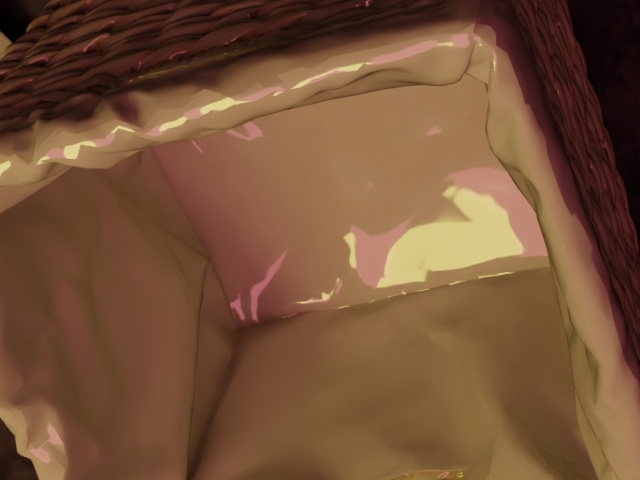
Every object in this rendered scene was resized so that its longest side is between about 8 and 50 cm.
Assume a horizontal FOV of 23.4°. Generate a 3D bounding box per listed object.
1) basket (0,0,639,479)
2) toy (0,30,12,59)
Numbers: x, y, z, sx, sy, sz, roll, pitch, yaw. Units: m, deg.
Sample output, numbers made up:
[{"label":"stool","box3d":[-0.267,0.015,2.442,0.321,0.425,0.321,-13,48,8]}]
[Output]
[{"label":"basket","box3d":[0.000,0.000,0.863,0.328,0.266,0.331,-14,121,18]},{"label":"toy","box3d":[-0.258,-0.108,0.952,0.137,0.056,0.237,-35,121,11]}]
